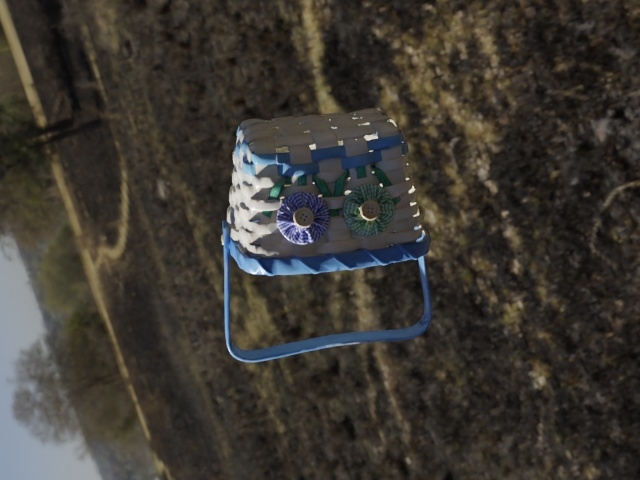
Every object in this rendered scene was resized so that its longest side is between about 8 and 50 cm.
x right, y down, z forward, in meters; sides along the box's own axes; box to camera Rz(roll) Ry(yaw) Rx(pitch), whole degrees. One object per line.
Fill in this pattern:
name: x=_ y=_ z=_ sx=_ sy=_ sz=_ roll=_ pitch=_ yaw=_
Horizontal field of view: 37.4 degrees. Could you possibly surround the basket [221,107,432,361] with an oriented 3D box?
basket: x=0.000 y=0.000 z=1.115 sx=0.201 sy=0.254 sz=0.289 roll=-116 pitch=18 yaw=-63
